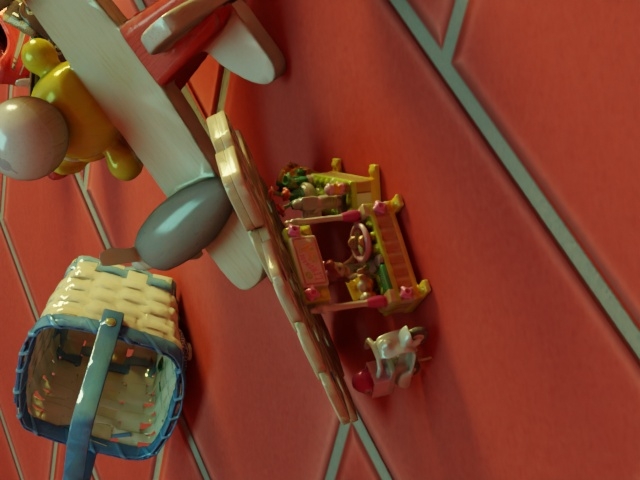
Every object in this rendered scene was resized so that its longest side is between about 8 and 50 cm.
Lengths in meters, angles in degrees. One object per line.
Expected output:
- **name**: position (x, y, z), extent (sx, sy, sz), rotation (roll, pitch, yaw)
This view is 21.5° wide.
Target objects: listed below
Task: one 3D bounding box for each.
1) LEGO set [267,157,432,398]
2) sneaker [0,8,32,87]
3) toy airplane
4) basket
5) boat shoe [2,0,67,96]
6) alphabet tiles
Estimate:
- **LEGO set**: position (0.000, 0.000, 1.476), extent (0.287, 0.107, 0.132), rotation (-119, 31, -41)
- **sneaker**: position (-0.453, -0.346, 2.428), extent (0.107, 0.118, 0.279), rotation (123, 134, -56)
- **toy airplane**: position (-0.217, -0.154, 1.718), extent (0.386, 0.272, 0.384), rotation (31, 144, 35)
- **basket**: position (-0.263, 0.179, 1.991), extent (0.254, 0.201, 0.289), rotation (109, 177, -48)
- **boat shoe**: position (-0.351, -0.295, 2.196), extent (0.123, 0.123, 0.341), rotation (-149, 55, -62)
- **alphabet tiles**: position (-0.033, 0.027, 1.490), extent (0.278, 0.021, 0.284), rotation (-108, -6, -58)
